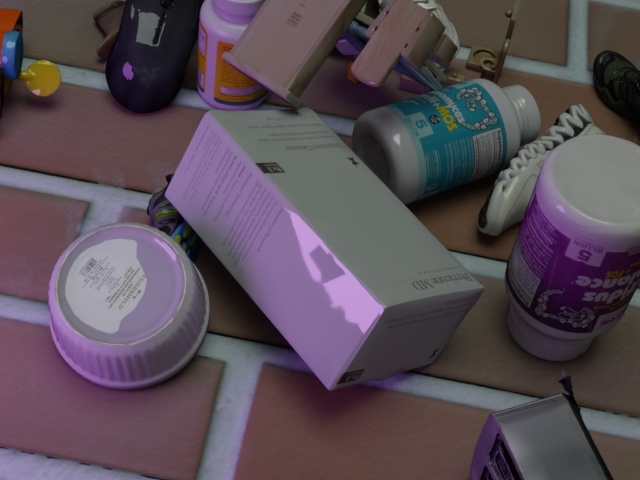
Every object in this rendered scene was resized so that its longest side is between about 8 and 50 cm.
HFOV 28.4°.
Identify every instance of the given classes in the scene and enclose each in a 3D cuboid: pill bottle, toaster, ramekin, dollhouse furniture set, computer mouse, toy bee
[{"bbox_3d":[-0.124,-0.305,1.895,0.118,0.208,0.117,4,50,-5],"label":"pill bottle"},{"bbox_3d":[0.190,-0.151,1.855,0.264,0.146,0.146,-19,56,-23],"label":"pill bottle"},{"bbox_3d":[0.263,0.282,1.491,0.110,0.168,0.185,-11,54,-16],"label":"toaster"},{"bbox_3d":[-0.245,0.075,1.594,0.207,0.109,0.207,0,67,0],"label":"ramekin"},{"bbox_3d":[0.222,-0.311,2.006,0.151,0.123,0.144,16,50,5],"label":"dollhouse furniture set"},{"bbox_3d":[0.332,0.022,1.630,0.169,0.301,0.169,4,50,-4],"label":"pill bottle"},{"bbox_3d":[-0.250,-0.328,1.900,0.188,0.072,0.272,12,83,-14],"label":"computer mouse"},{"bbox_3d":[0.063,-0.236,1.835,0.286,0.303,0.198,36,91,33],"label":"dollhouse furniture set"},{"bbox_3d":[-0.500,-0.232,1.841,0.195,0.162,0.298,15,25,15],"label":"toy bee"}]

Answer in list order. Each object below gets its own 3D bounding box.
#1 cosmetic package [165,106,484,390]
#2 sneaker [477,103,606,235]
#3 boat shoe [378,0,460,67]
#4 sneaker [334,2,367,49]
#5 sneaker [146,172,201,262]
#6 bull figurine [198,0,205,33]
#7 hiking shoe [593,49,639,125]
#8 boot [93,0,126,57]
[{"bbox_3d":[0.000,0.000,1.655,0.217,0.156,0.385,-10,47,-49],"label":"cosmetic package"},{"bbox_3d":[0.341,-0.090,1.860,0.118,0.110,0.292,42,57,13],"label":"sneaker"},{"bbox_3d":[0.139,-0.372,2.028,0.098,0.096,0.277,-29,42,3],"label":"boat shoe"},{"bbox_3d":[0.021,-0.413,2.076,0.118,0.083,0.222,13,56,-3],"label":"sneaker"},{"bbox_3d":[-0.206,-0.023,1.755,0.078,0.067,0.188,-2,49,18],"label":"sneaker"},{"bbox_3d":[-0.158,-0.429,2.041,0.310,0.101,0.188,-17,98,-30],"label":"bull figurine"},{"bbox_3d":[0.516,-0.239,1.995,0.086,0.114,0.227,-17,55,-22],"label":"hiking shoe"},{"bbox_3d":[-0.331,-0.338,2.008,0.087,0.042,0.118,36,53,28],"label":"boot"}]
